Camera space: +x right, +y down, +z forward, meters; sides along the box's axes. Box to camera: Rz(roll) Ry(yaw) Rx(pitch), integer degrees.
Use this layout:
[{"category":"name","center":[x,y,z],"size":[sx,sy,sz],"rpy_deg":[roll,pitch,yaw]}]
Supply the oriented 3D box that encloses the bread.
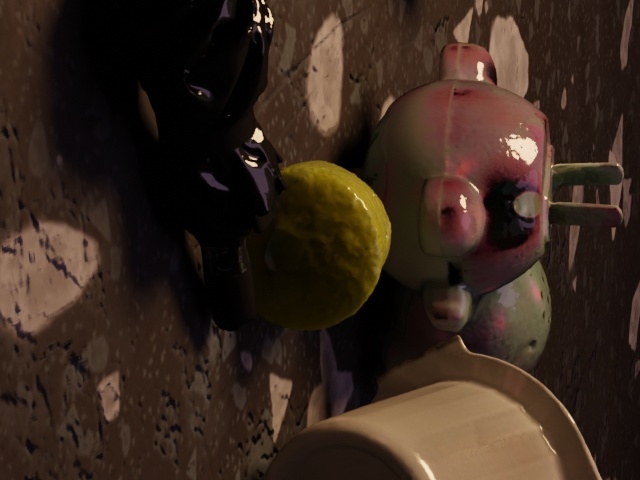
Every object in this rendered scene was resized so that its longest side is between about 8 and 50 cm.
[{"category":"bread","center":[0.000,0.000,1.485],"size":[0.114,0.111,0.129],"rpy_deg":[-49,143,-72]}]

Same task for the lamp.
[{"category":"lamp","center":[0.151,-0.003,1.700],"size":[0.247,0.247,0.301],"rpy_deg":[-75,162,-44]}]

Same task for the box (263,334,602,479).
[{"category":"box","center":[0.089,0.239,1.533],"size":[0.206,0.291,0.262],"rpy_deg":[-5,117,-56]}]

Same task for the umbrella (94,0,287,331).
[{"category":"umbrella","center":[-0.077,-0.062,1.280],"size":[0.340,0.118,0.118],"rpy_deg":[87,18,-45]}]
